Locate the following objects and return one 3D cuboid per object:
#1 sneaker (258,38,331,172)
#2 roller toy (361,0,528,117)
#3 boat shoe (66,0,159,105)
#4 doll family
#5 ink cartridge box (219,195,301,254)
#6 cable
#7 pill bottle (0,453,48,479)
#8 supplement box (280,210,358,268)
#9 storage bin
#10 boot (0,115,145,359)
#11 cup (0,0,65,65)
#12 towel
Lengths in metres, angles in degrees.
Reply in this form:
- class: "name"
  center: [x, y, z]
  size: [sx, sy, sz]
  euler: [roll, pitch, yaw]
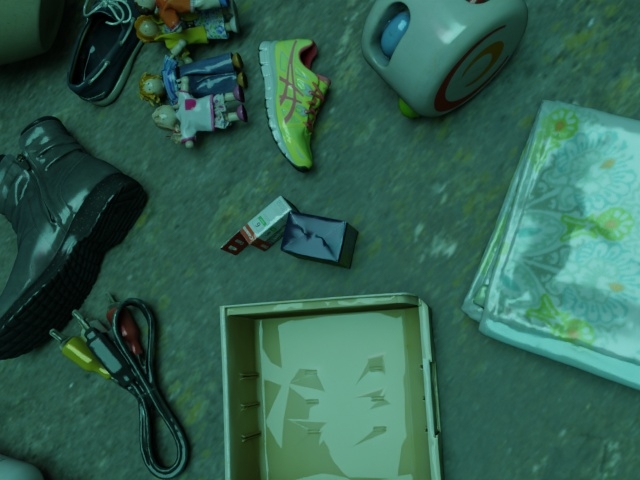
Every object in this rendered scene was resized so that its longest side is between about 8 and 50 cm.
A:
- class: "sneaker"
  center: [-0.028, -0.200, 1.047]
  size: [0.094, 0.081, 0.208]
  euler: [-12, 78, 10]
- class: "roller toy"
  center: [0.157, -0.274, 0.953]
  size: [0.209, 0.191, 0.146]
  euler: [-42, 73, 5]
- class: "boat shoe"
  center: [-0.326, -0.339, 1.144]
  size: [0.095, 0.079, 0.254]
  euler: [24, 88, 17]
- class: "doll family"
  center: [-0.199, -0.270, 1.099]
  size: [0.163, 0.118, 0.263]
  euler: [-7, 98, 7]
- class: "ink cartridge box"
  center: [-0.082, -0.011, 1.039]
  size: [0.115, 0.063, 0.029]
  euler: [-40, 72, 6]
- class: "cable"
  center: [-0.261, 0.200, 1.071]
  size: [0.139, 0.072, 0.287]
  euler: [-37, 86, -11]
- class: "pill bottle"
  center: [-0.468, 0.371, 1.041]
  size: [0.229, 0.131, 0.131]
  euler: [11, 84, 16]
- class: "supplement box"
  center: [0.000, 0.000, 1.005]
  size: [0.083, 0.083, 0.056]
  euler: [12, 84, 16]
- class: "storage bin"
  center: [0.017, 0.210, 0.948]
  size: [0.260, 0.123, 0.262]
  euler: [-6, 80, 14]
- class: "boot"
  center: [-0.439, -0.006, 1.116]
  size: [0.222, 0.118, 0.338]
  euler: [33, 79, 20]
- class: "cup"
  center: [-0.521, -0.396, 1.107]
  size: [0.237, 0.331, 0.331]
  euler: [11, 84, -10]
- class: "towel"
  center: [0.398, 0.019, 0.900]
  size: [0.374, 0.090, 0.320]
  euler: [20, 87, 16]
